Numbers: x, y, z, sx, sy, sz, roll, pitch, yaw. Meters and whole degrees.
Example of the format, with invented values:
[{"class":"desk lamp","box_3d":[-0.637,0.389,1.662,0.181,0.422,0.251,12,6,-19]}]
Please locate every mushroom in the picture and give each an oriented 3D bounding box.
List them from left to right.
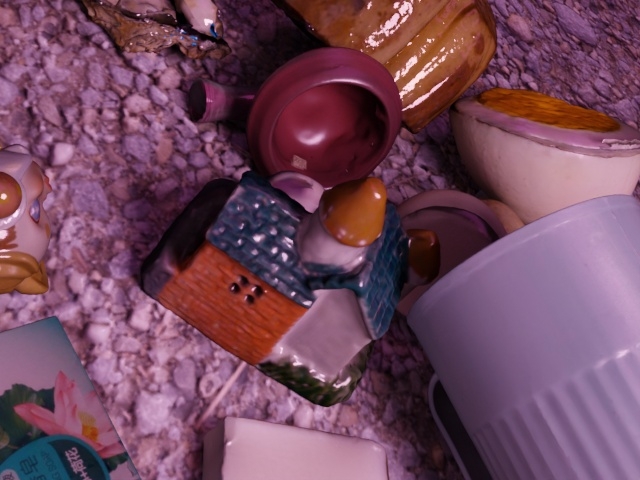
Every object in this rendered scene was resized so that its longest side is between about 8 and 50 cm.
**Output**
[{"class":"mushroom","box_3d":[0.228,0.004,1.105,0.148,0.112,0.148,52,15,-19]}]

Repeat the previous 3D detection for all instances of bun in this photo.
[{"class":"bun","box_3d":[0.150,0.015,1.005,0.173,0.173,0.120,38,24,-4]}]

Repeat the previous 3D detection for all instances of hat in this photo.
[{"class":"hat","box_3d":[0.002,-0.151,1.013,0.205,0.205,0.089,15,32,-25]}]

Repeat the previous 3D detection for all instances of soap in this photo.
[{"class":"soap","box_3d":[-0.020,0.244,0.777,0.183,0.064,0.121,16,50,-24]}]

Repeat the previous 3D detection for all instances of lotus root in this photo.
[{"class":"lotus root","box_3d":[0.102,-0.302,1.102,0.316,0.250,0.316,47,15,-17]}]

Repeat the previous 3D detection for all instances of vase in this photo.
[{"class":"vase","box_3d":[-0.065,-0.179,1.069,0.214,0.086,0.086,-2,58,-31]}]

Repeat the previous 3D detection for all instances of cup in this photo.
[{"class":"cup","box_3d":[0.241,0.173,0.793,0.256,0.331,0.311,12,48,-57]}]

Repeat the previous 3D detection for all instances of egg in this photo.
[{"class":"egg","box_3d":[0.309,-0.108,1.168,0.286,0.174,0.264,24,26,25]}]

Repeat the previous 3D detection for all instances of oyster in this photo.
[{"class":"oyster","box_3d":[-0.227,-0.330,1.070,0.259,0.092,0.198,23,46,-6]}]

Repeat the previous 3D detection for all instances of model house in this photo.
[{"class":"model house","box_3d":[0.000,0.000,0.826,0.271,0.301,0.190,36,51,-7]}]

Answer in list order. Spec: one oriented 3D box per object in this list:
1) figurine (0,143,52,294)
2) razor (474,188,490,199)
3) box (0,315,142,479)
[{"class":"figurine","box_3d":[-0.307,-0.072,0.694,0.133,0.274,0.194,-14,38,-19]},{"class":"razor","box_3d":[0.322,-0.130,1.329,0.111,0.056,0.278,44,51,4]},{"class":"box","box_3d":[-0.236,0.198,0.639,0.153,0.092,0.245,-19,70,-42]}]
